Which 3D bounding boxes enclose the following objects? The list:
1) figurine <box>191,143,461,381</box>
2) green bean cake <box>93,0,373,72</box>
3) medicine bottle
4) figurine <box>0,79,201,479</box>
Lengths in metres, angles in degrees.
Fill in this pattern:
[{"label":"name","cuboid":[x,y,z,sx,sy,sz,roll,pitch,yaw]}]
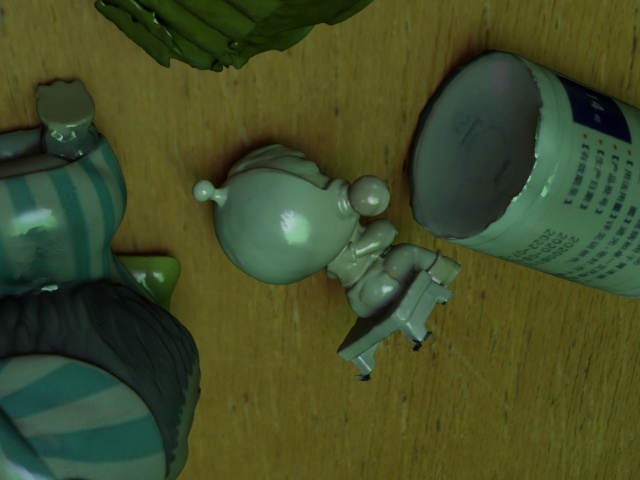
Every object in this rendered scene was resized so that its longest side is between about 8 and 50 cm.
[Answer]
[{"label":"figurine","cuboid":[-0.006,0.009,0.945,0.257,0.182,0.144,36,77,-10]},{"label":"green bean cake","cuboid":[-0.018,-0.273,0.737,0.202,0.285,0.310,39,74,-13]},{"label":"medicine bottle","cuboid":[0.273,-0.051,1.015,0.332,0.190,0.190,16,111,-31]},{"label":"figurine","cuboid":[-0.201,0.116,0.787,0.266,0.377,0.361,-14,124,-17]}]
